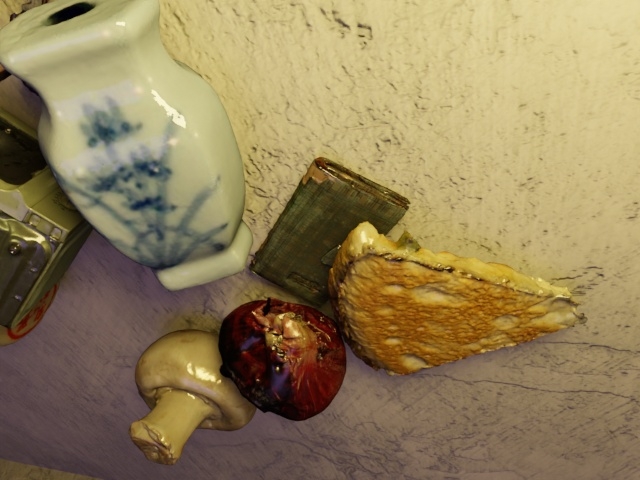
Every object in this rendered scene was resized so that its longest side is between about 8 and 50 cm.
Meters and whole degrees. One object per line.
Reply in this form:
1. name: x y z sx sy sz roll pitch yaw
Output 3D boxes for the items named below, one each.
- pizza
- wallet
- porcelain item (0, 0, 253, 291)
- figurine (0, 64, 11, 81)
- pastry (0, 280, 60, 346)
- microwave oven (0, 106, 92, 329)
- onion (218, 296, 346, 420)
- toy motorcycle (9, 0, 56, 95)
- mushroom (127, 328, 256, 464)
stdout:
1. pizza: 0.157 0.102 0.828 0.435 0.080 0.392 -30 129 35
2. wallet: 0.000 0.001 0.830 0.169 0.044 0.317 27 137 -10
3. porcelain item: -0.232 -0.109 0.663 0.243 0.178 0.405 -17 133 -1
4. figurine: -0.495 -0.354 0.513 0.211 0.253 0.361 -3 128 -1
5. pastry: -0.666 0.106 1.019 0.133 0.264 0.264 21 136 1
6. microwave oven: -0.577 -0.062 0.784 0.355 0.218 0.286 36 113 -16
7. onion: -0.081 0.219 0.961 0.281 0.221 0.281 33 159 14
8. toy motorcycle: -0.356 -0.266 0.660 0.123 0.080 0.215 31 135 -10
9. mushroom: -0.296 0.367 1.115 0.298 0.289 0.297 10 134 10
